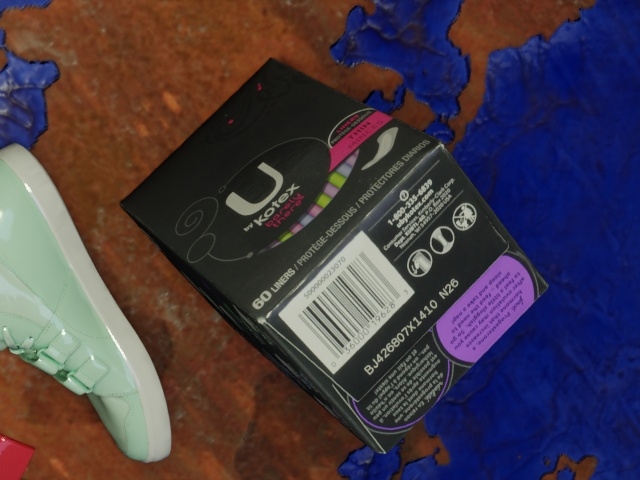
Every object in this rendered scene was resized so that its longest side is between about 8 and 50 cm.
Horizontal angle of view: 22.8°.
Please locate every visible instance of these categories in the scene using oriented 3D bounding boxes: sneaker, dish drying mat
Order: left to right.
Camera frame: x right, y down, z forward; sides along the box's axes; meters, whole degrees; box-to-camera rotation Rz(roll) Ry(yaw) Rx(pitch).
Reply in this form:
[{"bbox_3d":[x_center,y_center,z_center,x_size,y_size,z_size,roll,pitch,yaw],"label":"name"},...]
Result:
[{"bbox_3d":[-0.247,0.186,1.188,0.032,0.008,0.083,27,94,-30],"label":"dish drying mat"},{"bbox_3d":[-0.215,0.077,1.116,0.151,0.094,0.256,-34,109,-20],"label":"sneaker"}]

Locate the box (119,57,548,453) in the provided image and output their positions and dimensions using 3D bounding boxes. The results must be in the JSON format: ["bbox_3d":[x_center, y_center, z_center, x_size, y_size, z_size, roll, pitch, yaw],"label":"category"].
[{"bbox_3d":[0.000,0.000,1.097,0.165,0.270,0.143,-44,120,-7],"label":"box"}]
